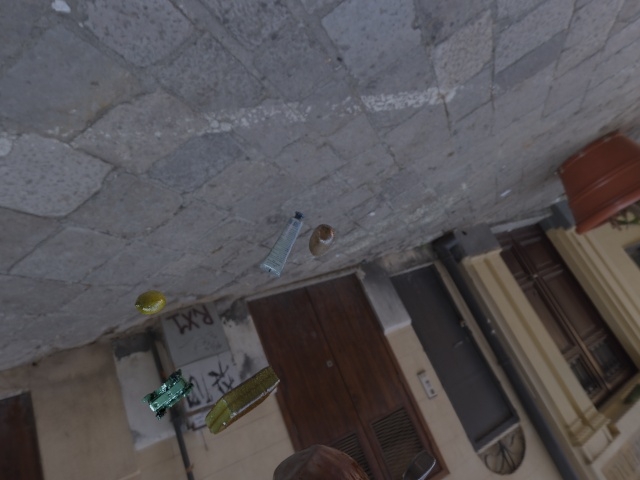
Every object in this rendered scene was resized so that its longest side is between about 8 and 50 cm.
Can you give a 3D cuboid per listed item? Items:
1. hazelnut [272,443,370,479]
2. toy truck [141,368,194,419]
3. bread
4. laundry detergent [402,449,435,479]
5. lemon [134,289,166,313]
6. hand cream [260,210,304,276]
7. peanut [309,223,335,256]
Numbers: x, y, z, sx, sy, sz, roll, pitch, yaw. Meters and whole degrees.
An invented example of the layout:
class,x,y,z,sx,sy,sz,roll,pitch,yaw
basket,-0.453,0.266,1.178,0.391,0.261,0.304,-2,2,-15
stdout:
class,x,y,z,sx,sy,sz,roll,pitch,yaw
hazelnut,0.016,0.770,1.135,0.373,0.315,0.372,18,177,1
toy truck,-0.435,0.441,1.173,0.154,0.080,0.078,-41,178,10
bread,-0.115,0.237,0.595,0.094,0.035,0.090,-21,154,-47
laundry detergent,0.384,1.008,1.700,0.171,0.076,0.237,-16,134,-41
lemon,-0.585,0.213,1.379,0.082,0.082,0.111,-35,170,28
hand cream,-0.146,0.010,1.643,0.276,0.095,0.059,-62,172,-3
peanut,0.000,0.000,1.344,0.076,0.076,0.152,-14,154,-28
